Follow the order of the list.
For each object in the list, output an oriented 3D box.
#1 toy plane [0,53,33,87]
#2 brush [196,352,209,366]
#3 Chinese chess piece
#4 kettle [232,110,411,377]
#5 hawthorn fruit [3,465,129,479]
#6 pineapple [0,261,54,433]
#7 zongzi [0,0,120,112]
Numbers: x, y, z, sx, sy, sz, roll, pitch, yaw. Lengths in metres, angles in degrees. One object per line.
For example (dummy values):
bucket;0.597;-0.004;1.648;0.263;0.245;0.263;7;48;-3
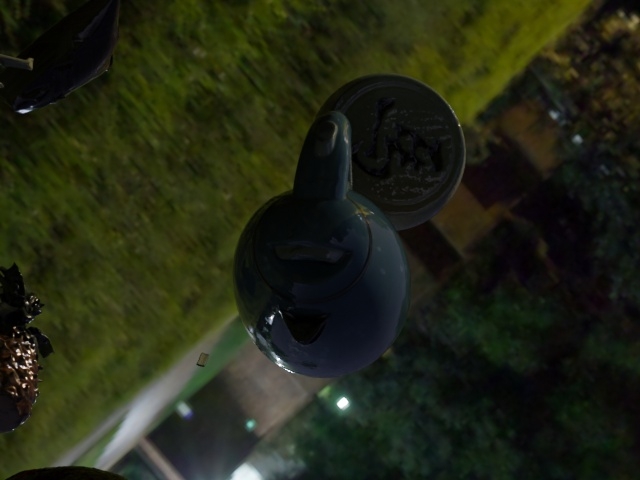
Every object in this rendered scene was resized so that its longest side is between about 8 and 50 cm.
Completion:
toy plane;-0.513;-0.236;1.454;0.242;0.104;0.256;-4;178;0
brush;-0.216;0.221;2.014;0.083;0.016;0.013;-92;-159;-83
Chinese chess piece;0.104;-0.138;1.725;0.250;0.250;0.101;-41;-178;-16
kettle;0.000;0.000;1.445;0.342;0.247;0.319;78;17;-74
hawthorn fruit;-0.319;0.429;1.351;0.295;0.295;0.311;-41;140;-46
pineapple;-0.531;0.180;1.867;0.141;0.170;0.310;-29;-141;23
zongzi;-0.440;-0.322;1.874;0.221;0.112;0.242;-40;-179;-28
